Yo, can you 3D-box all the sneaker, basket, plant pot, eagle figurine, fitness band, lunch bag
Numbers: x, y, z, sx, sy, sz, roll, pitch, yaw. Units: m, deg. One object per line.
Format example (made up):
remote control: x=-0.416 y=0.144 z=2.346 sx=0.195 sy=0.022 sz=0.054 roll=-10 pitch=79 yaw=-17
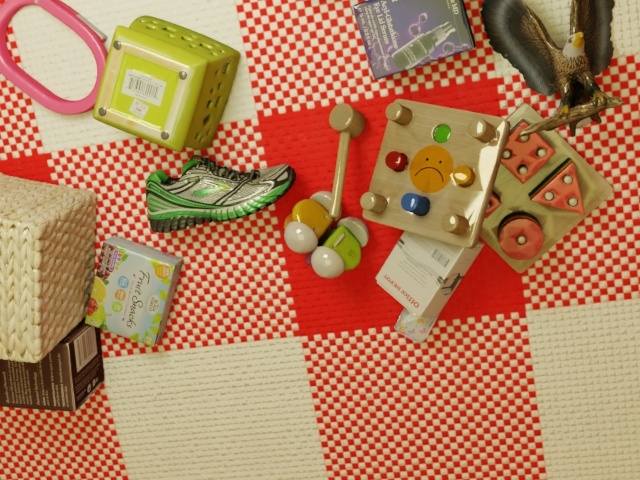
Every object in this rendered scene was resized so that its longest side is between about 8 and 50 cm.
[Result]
sneaker: x=-0.219 y=-0.113 z=1.756 sx=0.344 sy=0.134 sz=0.146 roll=-10 pitch=102 yaw=12
basket: x=-0.662 y=0.050 z=1.773 sx=0.267 sy=0.331 sz=0.328 roll=8 pitch=107 yaw=5
plant pot: x=-0.320 y=-0.313 z=1.681 sx=0.228 sy=0.207 sz=0.227 roll=22 pitch=108 yaw=4
eagle figurine: x=0.461 y=-0.363 z=1.573 sx=0.226 sy=0.225 sz=0.298 roll=-4 pitch=71 yaw=-29
fitness band: x=-0.577 y=-0.399 z=1.780 sx=0.291 sy=0.054 sz=0.209 roll=38 pitch=108 yaw=-1
lunch bag: x=0.208 y=0.174 z=1.806 sx=0.071 sy=0.053 sz=0.083 roll=26 pitch=98 yaw=-1

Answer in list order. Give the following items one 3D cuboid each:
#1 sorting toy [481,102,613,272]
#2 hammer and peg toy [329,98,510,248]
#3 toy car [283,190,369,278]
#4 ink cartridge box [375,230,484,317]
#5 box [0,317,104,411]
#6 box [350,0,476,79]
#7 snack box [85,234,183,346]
sorting toy: x=0.411 y=-0.096 z=1.679 sx=0.255 sy=0.089 sz=0.257 roll=44 pitch=107 yaw=-4
hammer and peg toy: x=0.177 y=-0.141 z=1.649 sx=0.361 sy=0.127 sz=0.265 roll=16 pitch=93 yaw=34
toy car: x=0.000 y=0.000 z=1.759 sx=0.182 sy=0.159 sz=0.136 roll=43 pitch=142 yaw=-4
ink cartridge box: x=0.224 y=0.044 z=1.723 sx=0.140 sy=0.082 sz=0.190 roll=42 pitch=112 yaw=32
box: x=-0.628 y=0.278 z=1.911 sx=0.203 sy=0.168 sz=0.167 roll=1 pitch=106 yaw=9
box: x=0.183 y=-0.417 z=1.620 sx=0.207 sy=0.108 sz=0.153 roll=-17 pitch=101 yaw=14
snack box: x=-0.422 y=0.114 z=1.884 sx=0.175 sy=0.070 sz=0.207 roll=19 pitch=108 yaw=4
